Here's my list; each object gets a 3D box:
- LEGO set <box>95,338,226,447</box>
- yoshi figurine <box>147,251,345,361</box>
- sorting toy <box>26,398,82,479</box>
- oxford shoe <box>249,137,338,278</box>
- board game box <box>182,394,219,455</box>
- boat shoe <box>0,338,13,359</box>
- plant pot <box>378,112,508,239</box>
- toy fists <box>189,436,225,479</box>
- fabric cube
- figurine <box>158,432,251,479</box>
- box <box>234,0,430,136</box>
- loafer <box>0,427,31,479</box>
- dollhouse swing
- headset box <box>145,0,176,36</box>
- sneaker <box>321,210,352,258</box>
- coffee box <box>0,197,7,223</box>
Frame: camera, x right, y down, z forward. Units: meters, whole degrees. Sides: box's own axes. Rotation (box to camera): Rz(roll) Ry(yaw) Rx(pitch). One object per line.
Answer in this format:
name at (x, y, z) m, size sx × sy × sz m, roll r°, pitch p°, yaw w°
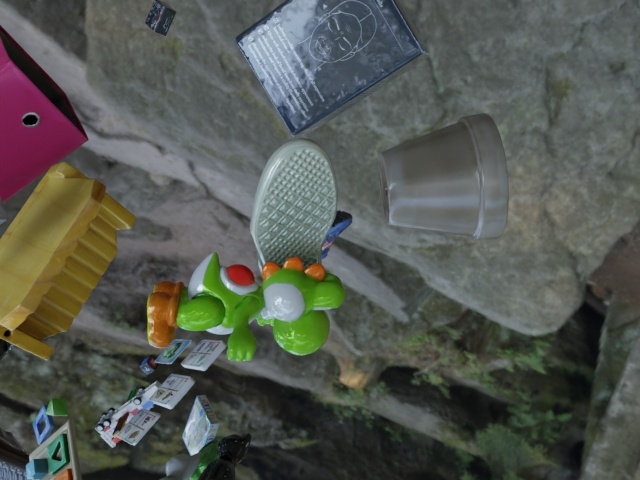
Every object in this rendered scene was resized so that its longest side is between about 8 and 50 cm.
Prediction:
LEGO set at (-0.240, 0.227, 1.007) m, size 0.060 × 0.182 × 0.244 m, roll 51°, pitch 151°, yaw -18°
yoshi figurine at (-0.131, 0.152, 1.287) m, size 0.362 × 0.204 × 0.203 m, roll -5°, pitch 150°, yaw -3°
sorting toy at (-0.545, 0.482, 1.366) m, size 0.047 × 0.196 × 0.348 m, roll 15°, pitch -138°, yaw -45°
oxford shoe at (-0.060, -0.024, 1.336) m, size 0.169 × 0.449 × 0.130 m, roll -10°, pitch -132°, yaw -11°
board game box at (-0.314, 0.497, 1.776) m, size 0.026 × 0.154 × 0.103 m, roll 1°, pitch -146°, yaw -36°
boat shoe at (-0.837, 0.238, 1.774) m, size 0.104 × 0.113 × 0.306 m, roll -12°, pitch -149°, yaw -2°
plant pot at (0.300, -0.146, 1.743) m, size 0.280 × 0.323 × 0.323 m, roll -8°, pitch 176°, yaw 0°
toy fists at (-0.303, 0.567, 1.538) m, size 0.096 × 0.279 × 0.142 m, roll 49°, pitch -173°, yaw 3°
fabric cube at (-0.723, -0.284, 1.508) m, size 0.259 × 0.258 × 0.254 m, roll 50°, pitch 176°, yaw 42°
figurine at (-0.248, 0.477, 1.349) m, size 0.092 × 0.214 × 0.209 m, roll 62°, pitch -162°, yaw -14°
box at (0.036, -0.500, 1.755) m, size 0.294 × 0.395 × 0.212 m, roll 59°, pitch -161°, yaw -4°
loafer at (-0.817, 0.530, 1.720) m, size 0.365 × 0.134 × 0.130 m, roll 19°, pitch -146°, yaw 11°
dollhouse swing at (-0.483, 0.061, 1.330) m, size 0.305 × 0.347 × 0.315 m, roll 15°, pitch 158°, yaw 36°
headset box at (-0.360, -0.502, 1.531) m, size 0.032 × 0.062 × 0.083 m, roll 15°, pitch -159°, yaw -40°
sneaker at (0.000, 0.000, 1.875) m, size 0.087 × 0.221 × 0.083 m, roll 52°, pitch -179°, yaw -39°
coffee box at (-0.633, -0.018, 1.056) m, size 0.141 × 0.246 × 0.098 m, roll -5°, pitch -111°, yaw -64°
